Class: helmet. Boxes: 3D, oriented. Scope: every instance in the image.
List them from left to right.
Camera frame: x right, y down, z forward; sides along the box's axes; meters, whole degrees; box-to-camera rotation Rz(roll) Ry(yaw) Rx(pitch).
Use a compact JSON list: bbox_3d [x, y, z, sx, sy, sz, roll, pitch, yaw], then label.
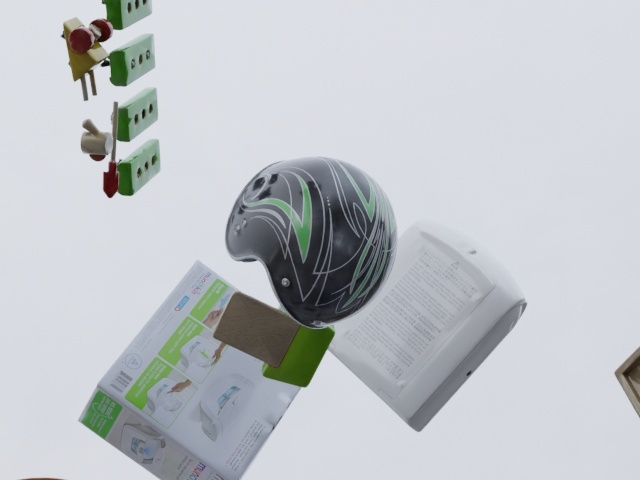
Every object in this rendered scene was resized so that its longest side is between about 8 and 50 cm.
[{"bbox_3d":[0.000,0.000,1.380,0.169,0.161,0.169,-18,-60,-35],"label":"helmet"}]

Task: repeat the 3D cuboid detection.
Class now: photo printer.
[{"bbox_3d":[0.176,0.128,2.262,0.307,0.256,0.107,-49,-25,-2],"label":"photo printer"}]

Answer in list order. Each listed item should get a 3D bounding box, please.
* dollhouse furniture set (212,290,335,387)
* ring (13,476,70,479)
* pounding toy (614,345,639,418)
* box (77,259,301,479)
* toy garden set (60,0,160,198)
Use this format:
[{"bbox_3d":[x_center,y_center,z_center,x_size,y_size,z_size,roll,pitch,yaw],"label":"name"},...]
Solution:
[{"bbox_3d":[-0.051,0.034,1.660,0.151,0.301,0.197,26,-81,-7],"label":"dollhouse furniture set"},{"bbox_3d":[-0.349,0.461,1.663,0.336,0.336,0.032,-7,-24,-19],"label":"ring"},{"bbox_3d":[0.434,0.176,1.636,0.100,0.130,0.141,12,-51,-35],"label":"pounding toy"},{"bbox_3d":[-0.160,0.200,1.865,0.231,0.262,0.127,35,-39,0],"label":"box"},{"bbox_3d":[-0.249,-0.171,1.584,0.049,0.204,0.244,4,-70,12],"label":"toy garden set"}]
